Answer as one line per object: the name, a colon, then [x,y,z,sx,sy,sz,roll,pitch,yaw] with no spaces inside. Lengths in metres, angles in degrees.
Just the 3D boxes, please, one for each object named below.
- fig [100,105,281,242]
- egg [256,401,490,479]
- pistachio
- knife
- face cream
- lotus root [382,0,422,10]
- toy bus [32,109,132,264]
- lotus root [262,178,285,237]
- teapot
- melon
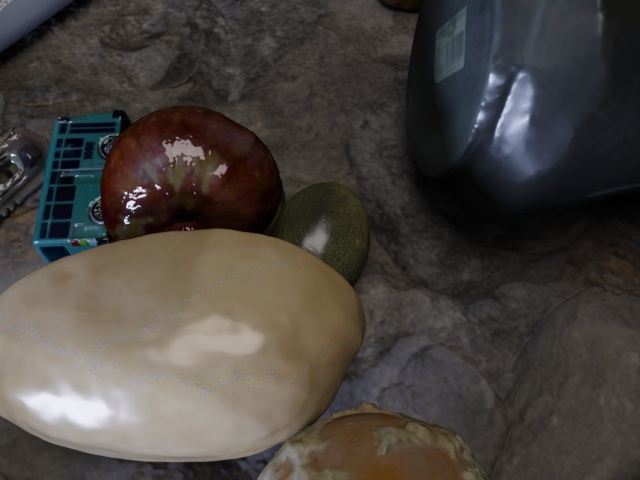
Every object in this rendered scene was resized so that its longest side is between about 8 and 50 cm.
fig: [-0.119,-0.055,0.615,0.160,0.231,0.143,-19,99,0]
egg: [0.037,0.238,0.431,0.203,0.203,0.245,0,84,-3]
pistachio: [-0.113,0.082,0.513,0.299,0.187,0.187,0,60,-3]
knife: [-0.406,0.011,0.617,0.089,0.043,0.365,50,62,-19]
face cream: [-0.404,-0.283,0.777,0.107,0.073,0.269,33,64,20]
lotus root: [0.112,-0.432,0.889,0.170,0.074,0.260,-12,60,-10]
toy bus: [-0.236,-0.051,0.652,0.092,0.079,0.160,-2,63,-2]
lotus root: [-0.064,-0.040,0.668,0.049,0.054,0.099,15,60,-18]
teapot: [0.297,-0.164,0.594,0.362,0.376,0.305,3,90,-9]
melon: [0.000,0.000,0.624,0.098,0.098,0.130,10,55,3]
